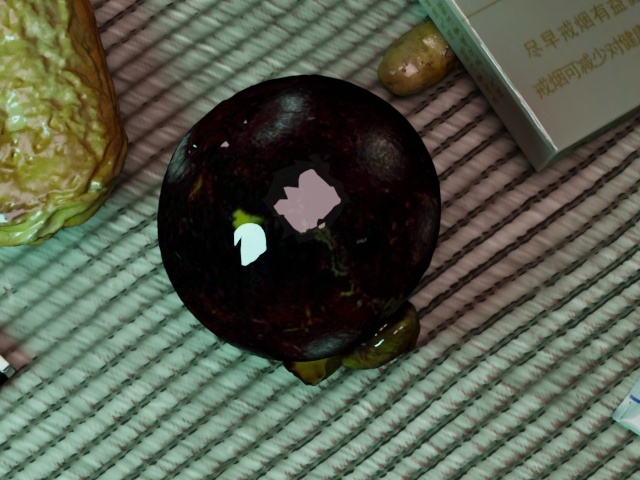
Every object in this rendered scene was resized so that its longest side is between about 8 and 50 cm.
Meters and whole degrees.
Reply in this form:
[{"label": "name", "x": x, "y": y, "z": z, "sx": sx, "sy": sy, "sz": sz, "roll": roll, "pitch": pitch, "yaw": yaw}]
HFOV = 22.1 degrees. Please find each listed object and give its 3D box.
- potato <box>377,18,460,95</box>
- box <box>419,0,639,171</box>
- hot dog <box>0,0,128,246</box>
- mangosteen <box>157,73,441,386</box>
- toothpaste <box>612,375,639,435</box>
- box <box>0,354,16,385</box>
[{"label": "potato", "x": 0.086, "y": -0.153, "z": 1.376, "sx": 0.083, "sy": 0.040, "sz": 0.051, "roll": -36, "pitch": 70, "yaw": -13}, {"label": "box", "x": 0.163, "y": -0.256, "z": 1.382, "sx": 0.205, "sy": 0.051, "sz": 0.365, "roll": -29, "pitch": 79, "yaw": -21}, {"label": "hot dog", "x": -0.251, "y": -0.114, "z": 1.317, "sx": 0.175, "sy": 0.114, "sz": 0.259, "roll": -15, "pitch": 79, "yaw": -11}, {"label": "mangosteen", "x": 0.000, "y": 0.000, "z": 1.260, "sx": 0.228, "sy": 0.228, "sz": 0.265, "roll": -48, "pitch": 120, "yaw": -12}, {"label": "toothpaste", "x": 0.336, "y": 0.187, "z": 1.309, "sx": 0.218, "sy": 0.033, "sz": 0.052, "roll": 37, "pitch": 73, "yaw": 9}, {"label": "box", "x": -0.370, "y": 0.145, "z": 1.283, "sx": 0.129, "sy": 0.033, "sz": 0.247, "roll": 42, "pitch": 78, "yaw": 7}]
